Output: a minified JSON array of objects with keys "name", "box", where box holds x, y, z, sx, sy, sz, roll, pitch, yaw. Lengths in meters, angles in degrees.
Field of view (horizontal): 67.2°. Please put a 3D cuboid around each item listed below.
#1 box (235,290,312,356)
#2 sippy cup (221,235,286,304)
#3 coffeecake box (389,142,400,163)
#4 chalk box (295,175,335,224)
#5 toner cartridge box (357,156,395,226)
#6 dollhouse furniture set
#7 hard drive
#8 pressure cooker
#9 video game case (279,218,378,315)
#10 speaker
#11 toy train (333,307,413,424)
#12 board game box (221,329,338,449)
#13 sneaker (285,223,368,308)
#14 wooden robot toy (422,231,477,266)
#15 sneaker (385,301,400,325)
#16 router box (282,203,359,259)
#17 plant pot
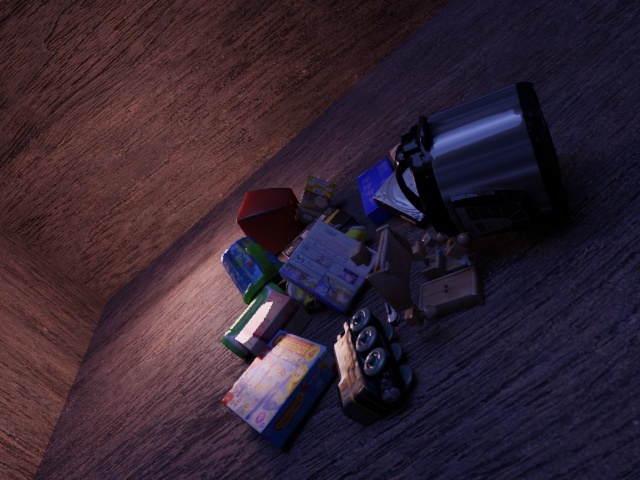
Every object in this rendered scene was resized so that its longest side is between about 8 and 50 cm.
[{"name":"box","box":[-0.170,0.317,1.738,0.232,0.127,0.148,-52,27,-17]},{"name":"sippy cup","box":[-0.286,0.111,2.006,0.305,0.224,0.240,-48,-11,28]},{"name":"coffeecake box","box":[0.383,-0.368,2.055,0.142,0.068,0.185,-36,26,17]},{"name":"chalk box","box":[-0.031,-0.165,2.225,0.132,0.132,0.213,-75,5,-50]},{"name":"toner cartridge box","box":[0.254,-0.208,1.990,0.165,0.075,0.348,-33,27,17]},{"name":"dollhouse furniture set","box":[0.268,0.032,1.275,0.174,0.355,0.303,-25,30,32]},{"name":"hard drive","box":[0.382,-0.222,1.744,0.339,0.064,0.237,-47,48,-10]},{"name":"pressure cooker","box":[0.428,-0.198,1.345,0.420,0.370,0.375,-15,8,27]},{"name":"video game case","box":[0.035,0.089,1.679,0.269,0.061,0.244,30,68,18]},{"name":"speaker","box":[-0.248,0.308,1.869,0.296,0.131,0.131,-50,26,-14]},{"name":"toy train","box":[0.121,0.328,1.302,0.190,0.142,0.334,-47,24,15]},{"name":"board game box","box":[-0.127,0.444,1.497,0.302,0.086,0.308,-50,24,-22]},{"name":"sneaker","box":[0.053,0.101,1.783,0.384,0.145,0.147,-46,55,-10]},{"name":"wooden robot toy","box":[0.363,0.001,1.282,0.076,0.173,0.079,-84,19,-58]},{"name":"sneaker","box":[0.211,0.209,1.450,0.040,0.044,0.109,-29,30,23]},{"name":"router box","box":[0.000,0.000,2.030,0.309,0.081,0.243,-45,26,-3]},{"name":"plant pot","box":[-0.216,-0.105,2.329,0.236,0.267,0.267,-19,32,19]}]
